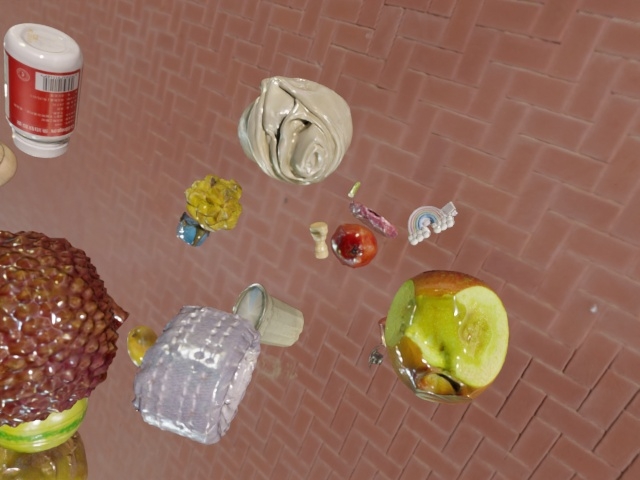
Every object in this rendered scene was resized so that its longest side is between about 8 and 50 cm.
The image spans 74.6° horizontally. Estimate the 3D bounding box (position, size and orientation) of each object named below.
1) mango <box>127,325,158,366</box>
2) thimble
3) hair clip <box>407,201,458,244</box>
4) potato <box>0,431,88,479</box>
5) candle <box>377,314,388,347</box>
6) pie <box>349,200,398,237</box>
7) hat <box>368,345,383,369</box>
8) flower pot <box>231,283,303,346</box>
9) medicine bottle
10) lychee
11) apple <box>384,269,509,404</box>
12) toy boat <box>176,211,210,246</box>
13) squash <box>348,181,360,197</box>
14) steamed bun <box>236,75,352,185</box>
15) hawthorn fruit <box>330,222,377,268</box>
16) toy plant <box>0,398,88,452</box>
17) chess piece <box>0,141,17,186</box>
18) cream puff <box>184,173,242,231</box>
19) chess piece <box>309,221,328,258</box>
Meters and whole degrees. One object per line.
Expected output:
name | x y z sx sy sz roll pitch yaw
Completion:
mango | -0.655 0.402 1.567 0.091 0.130 0.195 1 137 3
thimble | -0.229 0.249 0.808 0.172 0.236 0.205 19 153 6
hair clip | 0.434 -0.079 1.659 0.220 0.054 0.140 -26 57 7
potato | -0.678 0.548 0.991 0.246 0.299 0.196 46 114 14
candle | 0.393 0.332 1.649 0.287 0.316 0.132 -175 74 -77
pie | 0.131 -0.051 1.048 0.153 0.153 0.038 35 94 27
hat | 0.245 0.516 1.831 0.050 0.121 0.121 18 106 21
flower pot | -0.182 0.284 1.468 0.212 0.202 0.212 -28 46 34
medicine bottle | -0.574 -0.301 0.869 0.131 0.131 0.250 52 131 18
lychee | -0.472 0.135 0.651 0.306 0.330 0.306 8 101 46
apple | 0.358 0.284 1.235 0.374 0.374 0.384 23 150 31
toy boat | -0.322 -0.037 1.080 0.077 0.075 0.185 -66 26 4
squash | 0.154 -0.232 1.884 0.027 0.083 0.027 24 153 13
steamed bun | -0.073 -0.306 1.227 0.324 0.219 0.310 25 117 -17
hawthorn fruit | 0.125 0.028 1.582 0.181 0.235 0.181 0 105 1
toy plant | -0.580 0.262 0.884 0.224 0.184 0.316 19 103 30
chess piece | -0.528 -0.121 0.663 0.084 0.083 0.038 57 164 15
cream puff | -0.235 -0.096 0.966 0.116 0.146 0.146 -37 75 39
chess piece | 0.000 0.000 1.494 0.066 0.066 0.122 9 119 34
